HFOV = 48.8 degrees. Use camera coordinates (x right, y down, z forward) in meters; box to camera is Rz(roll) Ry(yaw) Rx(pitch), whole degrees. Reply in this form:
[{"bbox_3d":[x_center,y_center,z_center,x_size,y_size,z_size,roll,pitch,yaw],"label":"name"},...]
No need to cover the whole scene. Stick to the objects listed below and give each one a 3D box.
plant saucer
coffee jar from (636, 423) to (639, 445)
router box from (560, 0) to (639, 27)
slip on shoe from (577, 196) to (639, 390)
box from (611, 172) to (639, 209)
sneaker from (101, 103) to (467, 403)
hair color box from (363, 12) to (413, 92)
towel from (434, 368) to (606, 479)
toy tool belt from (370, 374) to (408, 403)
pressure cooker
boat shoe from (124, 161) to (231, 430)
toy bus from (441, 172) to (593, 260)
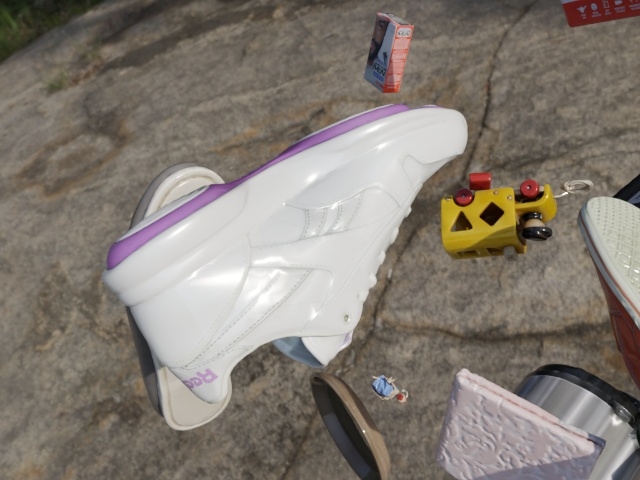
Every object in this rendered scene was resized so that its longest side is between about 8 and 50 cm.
[{"bbox_3d":[0.065,0.394,1.482,0.041,0.278,0.278,-27,35,-18],"label":"plant saucer"},{"bbox_3d":[0.614,0.392,1.203,0.096,0.079,0.184,-7,35,9],"label":"coffee jar"},{"bbox_3d":[0.463,-0.483,1.016,0.082,0.301,0.335,-34,21,-18],"label":"router box"},{"bbox_3d":[0.385,0.093,0.827,0.123,0.101,0.331,-5,60,-23],"label":"slip on shoe"},{"bbox_3d":[0.699,0.056,1.188,0.212,0.395,0.293,-37,4,-11],"label":"box"},{"bbox_3d":[0.000,0.000,0.527,0.305,0.152,0.114,-31,9,-24],"label":"sneaker"},{"bbox_3d":[0.162,-0.452,1.702,0.053,0.167,0.093,-8,37,-28],"label":"hair color box"},{"bbox_3d":[0.406,0.450,1.500,0.317,0.332,0.053,25,45,24],"label":"towel"},{"bbox_3d":[0.149,0.328,1.562,0.083,0.051,0.052,29,76,40],"label":"toy tool belt"},{"bbox_3d":[0.617,0.520,1.773,0.370,0.375,0.420,36,60,22],"label":"pressure cooker"},{"bbox_3d":[-0.148,0.056,0.702,0.112,0.335,0.095,-20,45,-29],"label":"boat shoe"},{"bbox_3d":[0.285,-0.022,1.085,0.191,0.202,0.104,9,71,-16],"label":"toy bus"}]
